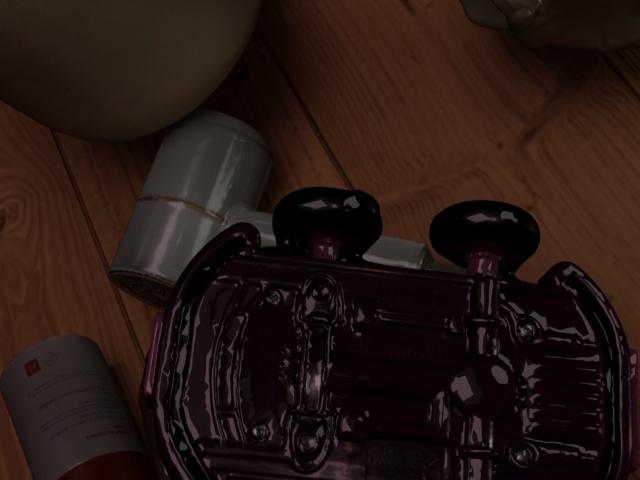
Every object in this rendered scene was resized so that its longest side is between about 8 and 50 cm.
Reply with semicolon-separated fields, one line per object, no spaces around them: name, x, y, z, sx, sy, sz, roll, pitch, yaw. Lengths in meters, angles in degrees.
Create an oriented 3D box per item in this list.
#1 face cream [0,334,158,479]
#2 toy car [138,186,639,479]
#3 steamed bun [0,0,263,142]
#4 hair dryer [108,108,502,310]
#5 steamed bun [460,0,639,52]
face cream;-0.199;0.191;0.913;0.096;0.096;0.214;-36;56;5
toy car;0.038;0.124;0.779;0.341;0.240;0.271;8;68;-2
steamed bun;-0.278;-0.299;1.014;0.290;0.371;0.455;-44;35;20
hair dryer;0.000;0.000;0.933;0.357;0.107;0.173;12;72;20
steamed bun;0.180;-0.272;0.868;0.207;0.280;0.267;-29;63;43
